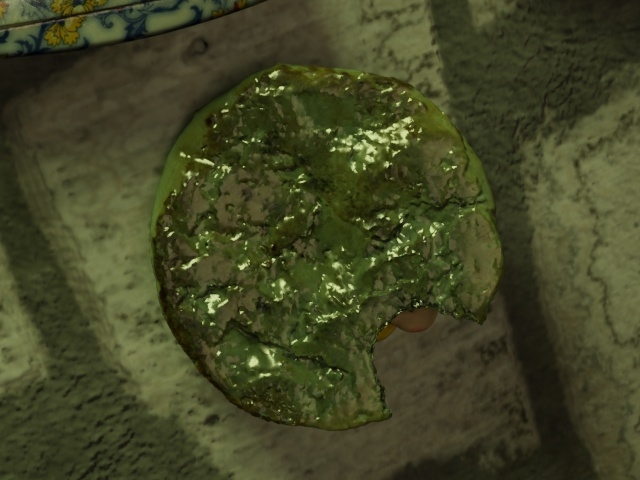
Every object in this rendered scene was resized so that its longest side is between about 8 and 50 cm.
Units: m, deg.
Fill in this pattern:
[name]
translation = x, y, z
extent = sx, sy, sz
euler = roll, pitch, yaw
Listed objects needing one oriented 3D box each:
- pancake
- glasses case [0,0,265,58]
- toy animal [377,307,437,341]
[pancake]
translation = 0.000, 0.000, 1.336
extent = 0.253, 0.037, 0.254
euler = 0, 94, 3
[glasses case]
translation = -0.135, -0.160, 1.253
extent = 0.248, 0.087, 0.065
euler = -13, 113, -22
[toy animal]
translation = 0.060, 0.036, 1.402
extent = 0.114, 0.082, 0.091
euler = 6, 100, -28
